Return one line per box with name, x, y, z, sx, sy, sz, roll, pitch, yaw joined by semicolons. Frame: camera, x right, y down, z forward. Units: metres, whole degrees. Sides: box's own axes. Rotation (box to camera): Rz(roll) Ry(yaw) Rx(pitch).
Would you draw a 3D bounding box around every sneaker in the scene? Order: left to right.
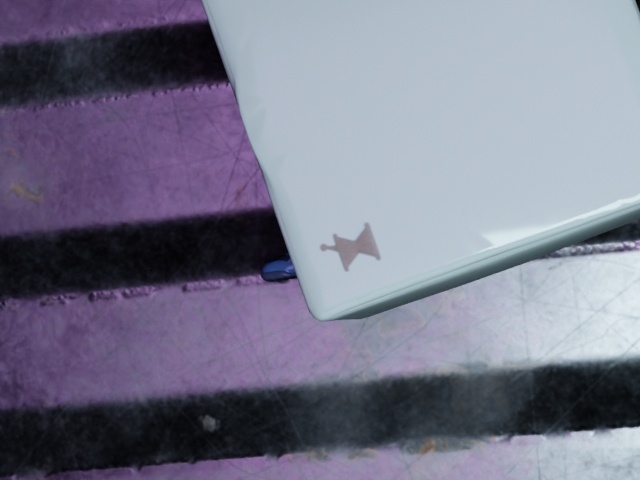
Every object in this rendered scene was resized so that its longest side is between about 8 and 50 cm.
sneaker;0.000;0.000;1.642;0.144;0.053;0.059;-25;88;0

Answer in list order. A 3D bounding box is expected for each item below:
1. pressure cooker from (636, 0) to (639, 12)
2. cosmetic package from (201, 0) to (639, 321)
pressure cooker;0.459;-0.227;1.391;0.375;0.370;0.420;0;81;32
cosmetic package;0.109;-0.129;1.416;0.327;0.393;0.329;-19;86;5
